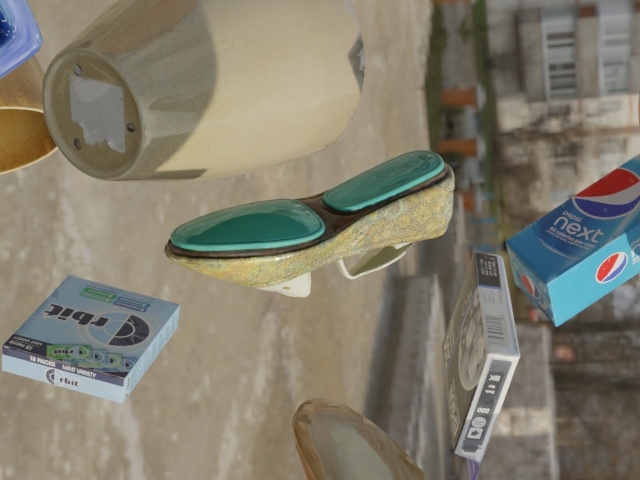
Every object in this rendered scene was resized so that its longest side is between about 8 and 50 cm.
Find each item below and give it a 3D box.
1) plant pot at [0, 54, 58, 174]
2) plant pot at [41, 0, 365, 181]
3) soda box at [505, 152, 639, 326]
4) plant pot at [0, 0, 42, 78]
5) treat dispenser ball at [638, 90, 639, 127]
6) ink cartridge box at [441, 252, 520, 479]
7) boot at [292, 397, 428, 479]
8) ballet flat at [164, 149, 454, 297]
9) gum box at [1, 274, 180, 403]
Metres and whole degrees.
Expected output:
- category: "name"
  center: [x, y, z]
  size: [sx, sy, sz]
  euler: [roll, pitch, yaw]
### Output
- category: "plant pot"
  center: [-0.516, -0.253, 1.770]
  size: [0.237, 0.237, 0.254]
  euler: [50, 24, -72]
- category: "plant pot"
  center: [-0.134, -0.163, 1.192]
  size: [0.274, 0.256, 0.256]
  euler: [-32, 120, -50]
- category: "soda box"
  center: [0.276, -0.016, 1.092]
  size: [0.067, 0.210, 0.071]
  euler: [50, -10, 40]
- category: "plant pot"
  center: [-0.337, -0.160, 0.673]
  size: [0.212, 0.236, 0.236]
  euler: [21, -38, 54]
- category: "treat dispenser ball"
  center: [0.564, -0.173, 1.568]
  size: [0.288, 0.288, 0.288]
  euler: [-4, 90, -79]
- category: "ink cartridge box"
  center: [0.181, 0.154, 1.424]
  size: [0.206, 0.045, 0.208]
  euler: [-87, -172, -58]
- category: "boot"
  center: [0.030, 0.296, 0.964]
  size: [0.104, 0.211, 0.295]
  euler: [-15, 60, -46]
- category: "ballet flat"
  center: [0.000, 0.000, 1.335]
  size: [0.123, 0.349, 0.123]
  euler: [49, -31, 43]
- category: "gum box"
  center: [-0.280, 0.118, 1.482]
  size: [0.184, 0.157, 0.041]
  euler: [-60, 162, -61]
